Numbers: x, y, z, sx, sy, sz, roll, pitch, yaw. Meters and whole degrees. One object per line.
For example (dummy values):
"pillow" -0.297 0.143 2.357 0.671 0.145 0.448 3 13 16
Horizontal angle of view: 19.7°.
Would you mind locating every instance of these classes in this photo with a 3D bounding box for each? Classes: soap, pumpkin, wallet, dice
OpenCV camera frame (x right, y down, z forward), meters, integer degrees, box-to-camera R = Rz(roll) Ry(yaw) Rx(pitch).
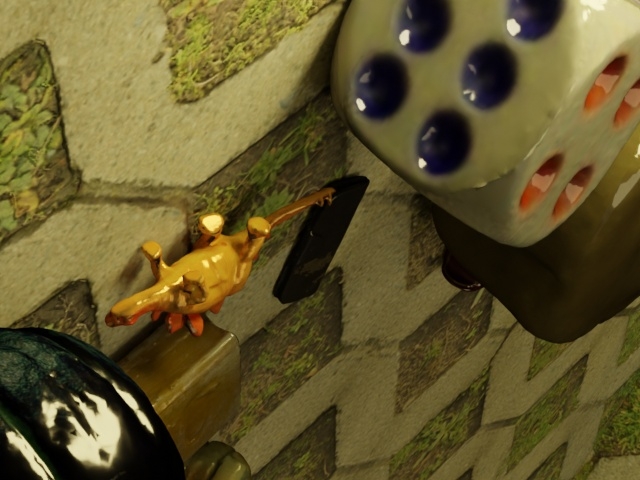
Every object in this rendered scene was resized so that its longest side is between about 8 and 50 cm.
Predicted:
"soap" -0.191 0.192 1.796 0.257 0.080 0.160 -42 156 -26
"pumpkin" -0.277 0.243 1.458 0.363 0.266 0.363 -46 162 -20
"wallet" 0.000 0.000 1.969 0.082 0.018 0.157 -19 141 -54
"dice" 0.171 -0.167 1.762 0.259 0.243 0.251 -55 158 12

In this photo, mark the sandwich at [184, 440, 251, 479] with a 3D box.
"sandwich" -0.157 0.339 1.994 0.249 0.095 0.273 -61 170 -15

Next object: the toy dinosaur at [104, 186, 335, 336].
"toy dinosaur" -0.099 0.028 1.749 0.288 0.070 0.117 -31 155 -41

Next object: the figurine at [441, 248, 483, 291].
"figurine" 0.203 0.021 2.350 0.154 0.082 0.098 -31 169 -42

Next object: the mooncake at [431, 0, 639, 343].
"mooncake" 0.333 -0.118 2.138 0.467 0.262 0.467 -43 159 -22
